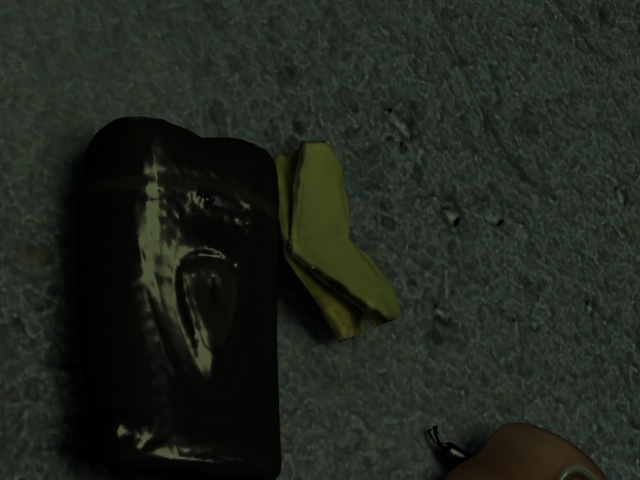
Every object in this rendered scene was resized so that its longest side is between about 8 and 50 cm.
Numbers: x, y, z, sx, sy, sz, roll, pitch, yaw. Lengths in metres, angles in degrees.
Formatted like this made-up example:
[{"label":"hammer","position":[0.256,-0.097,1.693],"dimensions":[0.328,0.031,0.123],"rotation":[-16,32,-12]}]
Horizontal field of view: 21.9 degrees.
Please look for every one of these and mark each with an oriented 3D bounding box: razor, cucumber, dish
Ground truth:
[{"label":"razor","position":[-0.126,0.058,1.497],"dimensions":[0.204,0.113,0.349],"rotation":[15,63,-35]},{"label":"cucumber","position":[0.176,0.248,1.735],"dimensions":[0.163,0.039,0.043],"rotation":[37,32,-27]},{"label":"dish","position":[0.229,0.293,1.691],"dimensions":[0.213,0.090,0.213],"rotation":[3,84,-32]}]

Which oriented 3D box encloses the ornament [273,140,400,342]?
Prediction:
[{"label":"ornament","position":[0.000,0.000,1.633],"dimensions":[0.180,0.059,0.201],"rotation":[-8,74,-67]}]
